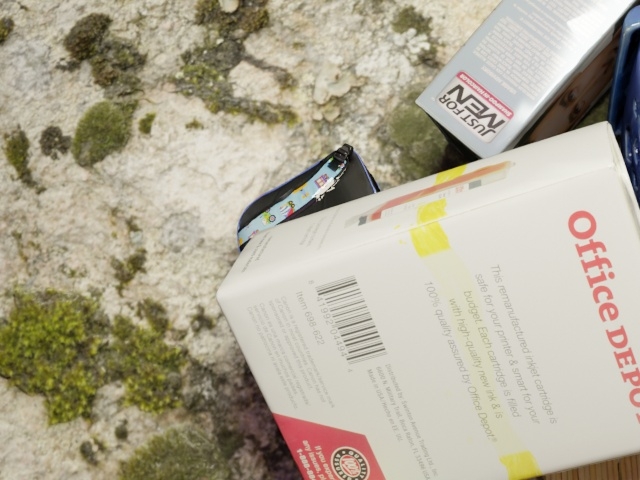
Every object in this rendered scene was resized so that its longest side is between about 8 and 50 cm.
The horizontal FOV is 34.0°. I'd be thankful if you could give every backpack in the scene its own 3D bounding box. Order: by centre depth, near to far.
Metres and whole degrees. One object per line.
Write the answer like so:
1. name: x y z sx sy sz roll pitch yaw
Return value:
1. backpack: 0.000 0.000 1.202 0.173 0.117 0.158 -28 66 6

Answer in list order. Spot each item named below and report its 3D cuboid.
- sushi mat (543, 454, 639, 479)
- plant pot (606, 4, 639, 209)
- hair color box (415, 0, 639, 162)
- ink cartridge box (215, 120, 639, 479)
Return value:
1. sushi mat: 0.304 0.276 1.061 0.151 0.019 0.316 -4 71 15
2. plant pot: 0.411 -0.124 1.041 0.236 0.236 0.212 -13 63 4
3. hair color box: 0.281 -0.236 1.126 0.113 0.185 0.374 43 96 19
4. ink cartridge box: 0.139 0.084 1.014 0.384 0.160 0.279 -17 107 18
